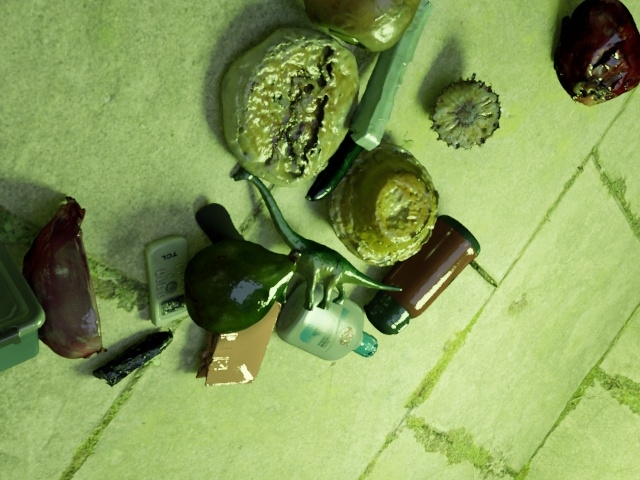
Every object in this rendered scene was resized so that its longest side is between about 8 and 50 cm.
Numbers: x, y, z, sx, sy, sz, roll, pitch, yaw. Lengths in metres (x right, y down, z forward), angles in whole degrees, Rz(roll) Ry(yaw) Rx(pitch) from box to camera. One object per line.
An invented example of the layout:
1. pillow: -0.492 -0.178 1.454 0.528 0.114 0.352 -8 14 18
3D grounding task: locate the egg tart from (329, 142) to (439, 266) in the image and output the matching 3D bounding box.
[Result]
1. egg tart: 0.158 -0.078 1.765 0.294 0.116 0.295 -4 99 -27

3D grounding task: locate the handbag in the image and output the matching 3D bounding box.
1. handbag: -0.185 0.216 1.738 0.157 0.059 0.213 4 111 -45

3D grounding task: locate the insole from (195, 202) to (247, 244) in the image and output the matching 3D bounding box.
1. insole: -0.186 0.015 1.629 0.086 0.005 0.253 -23 132 -1

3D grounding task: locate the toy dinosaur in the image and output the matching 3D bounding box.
1. toy dinosaur: 0.000 0.000 1.708 0.446 0.087 0.301 1 102 -30

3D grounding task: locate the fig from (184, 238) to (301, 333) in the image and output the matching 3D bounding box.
1. fig: -0.151 0.083 1.557 0.244 0.195 0.195 -13 134 9

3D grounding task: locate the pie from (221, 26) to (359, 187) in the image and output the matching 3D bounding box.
1. pie: -0.049 -0.261 1.547 0.339 0.077 0.339 -23 130 -30

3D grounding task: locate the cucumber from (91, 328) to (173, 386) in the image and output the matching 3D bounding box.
1. cucumber: -0.374 0.235 1.588 0.181 0.053 0.053 -34 134 -25

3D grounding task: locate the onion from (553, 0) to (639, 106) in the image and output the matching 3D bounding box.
1. onion: 0.716 -0.487 2.003 0.281 0.221 0.281 -32 129 -49

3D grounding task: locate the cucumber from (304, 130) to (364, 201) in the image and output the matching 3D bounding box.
1. cucumber: 0.056 -0.185 1.695 0.284 0.056 0.056 -51 139 -19

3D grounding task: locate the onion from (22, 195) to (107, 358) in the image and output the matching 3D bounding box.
1. onion: -0.440 0.064 1.325 0.120 0.227 0.284 -8 79 -19

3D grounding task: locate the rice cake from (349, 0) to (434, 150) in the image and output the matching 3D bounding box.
1. rice cake: 0.145 -0.355 1.647 0.066 0.063 0.337 18 95 -47

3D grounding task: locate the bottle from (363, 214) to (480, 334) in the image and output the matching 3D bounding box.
1. bottle: 0.250 0.096 2.005 0.336 0.144 0.144 -46 137 -7

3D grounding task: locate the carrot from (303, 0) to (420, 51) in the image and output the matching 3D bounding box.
1. carrot: 0.106 -0.526 1.415 0.224 0.224 0.341 17 100 -47

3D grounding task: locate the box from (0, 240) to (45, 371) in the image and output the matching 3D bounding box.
1. box: -0.542 0.107 1.229 0.162 0.227 0.130 -24 144 -30

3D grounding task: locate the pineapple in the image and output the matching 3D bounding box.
1. pineapple: 0.340 -0.304 1.859 0.161 0.137 0.176 30 101 -5

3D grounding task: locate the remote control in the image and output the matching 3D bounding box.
1. remote control: -0.303 0.080 1.565 0.087 0.029 0.190 -19 126 -34

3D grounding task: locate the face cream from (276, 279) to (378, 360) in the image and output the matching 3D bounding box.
1. face cream: 0.032 0.215 1.917 0.336 0.080 0.163 35 86 -47
